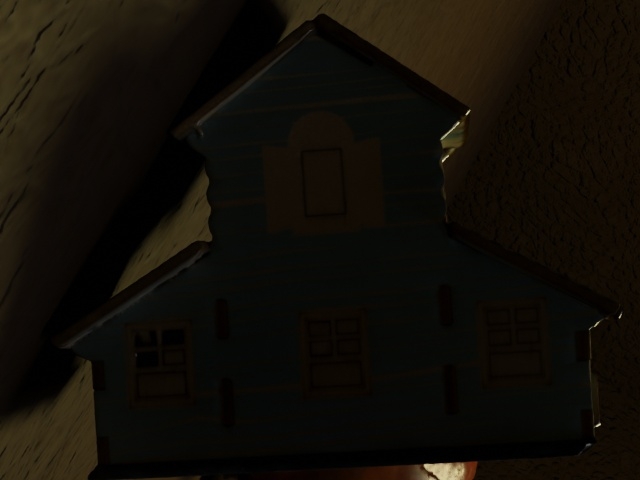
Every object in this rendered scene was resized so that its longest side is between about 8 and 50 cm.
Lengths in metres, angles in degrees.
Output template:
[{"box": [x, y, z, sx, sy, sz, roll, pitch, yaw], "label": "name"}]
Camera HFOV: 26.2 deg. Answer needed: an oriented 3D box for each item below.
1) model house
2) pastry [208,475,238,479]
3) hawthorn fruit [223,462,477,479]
[{"box": [0.009, 0.001, 0.682, 0.178, 0.271, 0.206, 1, 85, -81], "label": "model house"}, {"box": [-0.075, 0.324, 1.787, 0.264, 0.133, 0.265, -59, 175, -9], "label": "pastry"}, {"box": [0.011, 0.219, 1.539, 0.307, 0.276, 0.276, -30, -173, 24], "label": "hawthorn fruit"}]
